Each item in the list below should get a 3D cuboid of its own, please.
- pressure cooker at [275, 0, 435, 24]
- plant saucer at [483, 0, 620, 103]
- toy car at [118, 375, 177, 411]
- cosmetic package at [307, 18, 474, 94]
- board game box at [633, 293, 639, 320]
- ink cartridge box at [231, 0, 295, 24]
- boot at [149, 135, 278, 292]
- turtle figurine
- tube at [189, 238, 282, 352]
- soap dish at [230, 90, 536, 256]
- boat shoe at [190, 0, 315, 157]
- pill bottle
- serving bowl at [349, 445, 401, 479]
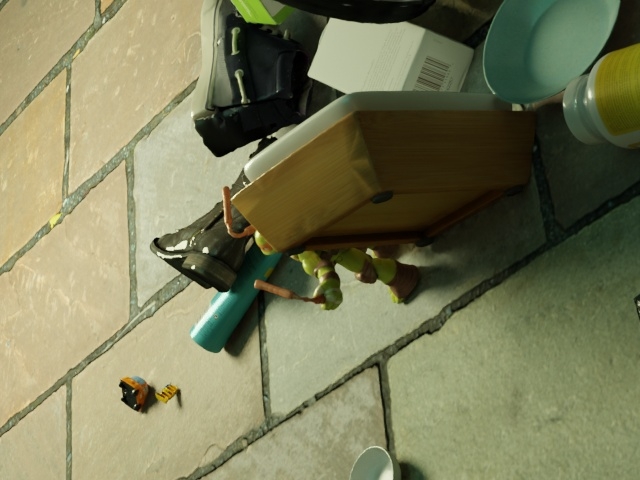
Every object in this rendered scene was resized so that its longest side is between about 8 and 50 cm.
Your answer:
[{"bbox_3d":[0.047,-0.512,1.864,0.375,0.369,0.420,-96,22,-58],"label":"pressure cooker"},{"bbox_3d":[0.267,-0.232,1.752,0.195,0.037,0.195,-29,47,36],"label":"plant saucer"},{"bbox_3d":[-0.249,0.230,2.325,0.122,0.060,0.040,12,40,41],"label":"toy car"},{"bbox_3d":[0.086,-0.226,1.990,0.231,0.085,0.117,36,105,58],"label":"cosmetic package"},{"bbox_3d":[0.367,0.102,1.472,0.126,0.026,0.186,-41,44,39],"label":"board game box"},{"bbox_3d":[-0.087,-0.453,2.144,0.189,0.255,0.097,-47,29,-17],"label":"ink cartridge box"},{"bbox_3d":[-0.120,-0.045,2.200,0.229,0.091,0.263,-58,26,-8],"label":"boot"},{"bbox_3d":[0.000,0.000,1.880,0.269,0.217,0.087,48,121,53],"label":"turtle figurine"},{"bbox_3d":[-0.107,0.061,2.173,0.207,0.052,0.080,-55,36,16],"label":"tube"},{"bbox_3d":[0.079,-0.073,1.764,0.229,0.291,0.118,-32,70,44],"label":"soap dish"},{"bbox_3d":[-0.083,-0.265,2.250,0.158,0.127,0.341,-16,45,19],"label":"boat shoe"},{"bbox_3d":[0.333,-0.149,1.570,0.184,0.103,0.103,-13,65,53],"label":"pill bottle"},{"bbox_3d":[0.068,0.283,1.824,0.083,0.027,0.083,-29,53,47],"label":"serving bowl"}]
